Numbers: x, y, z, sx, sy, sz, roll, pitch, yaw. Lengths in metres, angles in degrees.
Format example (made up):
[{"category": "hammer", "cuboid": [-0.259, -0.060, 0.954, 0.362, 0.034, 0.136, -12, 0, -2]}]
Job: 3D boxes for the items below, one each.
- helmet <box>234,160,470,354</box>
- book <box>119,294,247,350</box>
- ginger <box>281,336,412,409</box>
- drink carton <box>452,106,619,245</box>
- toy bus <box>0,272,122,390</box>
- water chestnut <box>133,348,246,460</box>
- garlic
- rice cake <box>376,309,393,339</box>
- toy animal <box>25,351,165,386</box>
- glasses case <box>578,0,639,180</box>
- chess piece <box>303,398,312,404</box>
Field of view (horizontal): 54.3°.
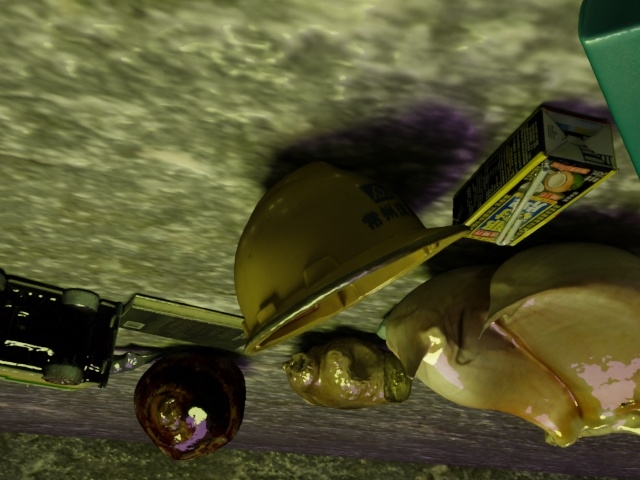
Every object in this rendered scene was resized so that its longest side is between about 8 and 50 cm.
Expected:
[{"category": "helmet", "cuboid": [0.000, 0.000, 0.606, 0.205, 0.140, 0.257, -18, 163, -44]}, {"category": "book", "cuboid": [-0.229, 0.148, 1.078, 0.229, 0.024, 0.160, 16, 153, -25]}, {"category": "ginger", "cuboid": [0.015, 0.249, 1.143, 0.270, 0.123, 0.219, -18, 150, 38]}, {"category": "drink carton", "cuboid": [0.188, -0.049, 0.576, 0.071, 0.056, 0.165, 12, 154, -10]}, {"category": "toy bus", "cuboid": [-0.490, 0.141, 0.961, 0.306, 0.143, 0.179, 20, 152, -34]}, {"category": "water chestnut", "cuboid": [-0.254, 0.322, 1.261, 0.224, 0.223, 0.238, 1, -163, 4]}, {"category": "garlic", "cuboid": [0.252, 0.117, 0.746, 0.313, 0.249, 0.286, 35, 161, -17]}, {"category": "rice cake", "cuboid": [0.207, 0.144, 0.996, 0.222, 0.042, 0.080, 9, 150, -9]}, {"category": "toy animal", "cuboid": [-0.518, 0.263, 1.276, 0.367, 0.081, 0.206, -16, 164, 32]}, {"category": "glasses case", "cuboid": [0.288, -0.096, 0.460, 0.117, 0.070, 0.301, -7, 155, 34]}, {"category": "chess piece", "cuboid": [0.000, 0.311, 1.356, 0.066, 0.066, 0.122, 9, 148, -11]}]
